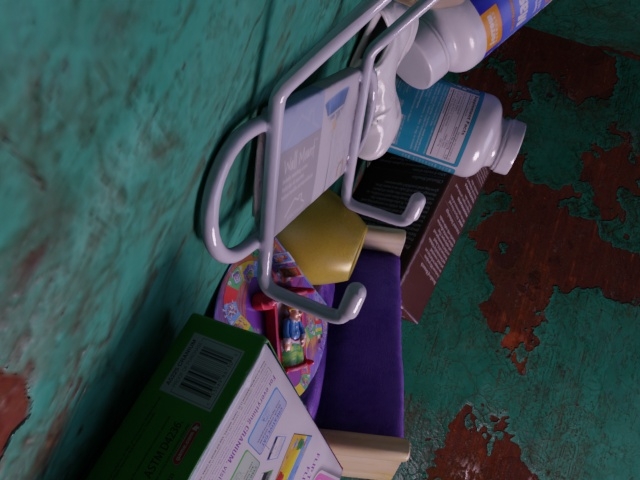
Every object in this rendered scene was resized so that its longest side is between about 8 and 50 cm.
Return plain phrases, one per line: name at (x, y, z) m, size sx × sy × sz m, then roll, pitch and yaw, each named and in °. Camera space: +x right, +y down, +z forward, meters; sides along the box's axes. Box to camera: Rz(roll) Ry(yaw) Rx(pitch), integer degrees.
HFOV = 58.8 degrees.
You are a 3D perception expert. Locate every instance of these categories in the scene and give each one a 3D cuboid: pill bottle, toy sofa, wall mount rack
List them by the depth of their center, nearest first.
wall mount rack at (0.046, -0.111, 0.483) m, size 0.350 × 0.131 × 0.303 m, roll -48°, pitch 152°, yaw -54°
toy sofa at (0.044, 0.122, 0.783) m, size 0.177 × 0.150 × 0.362 m, roll 100°, pitch -2°, yaw -48°
pill bottle at (0.230, -0.360, 0.881) m, size 0.272 × 0.152 × 0.152 m, roll -42°, pitch 167°, yaw -9°
pill bottle at (0.205, -0.198, 0.970) m, size 0.146 × 0.264 × 0.146 m, roll 21°, pitch 90°, yaw -83°

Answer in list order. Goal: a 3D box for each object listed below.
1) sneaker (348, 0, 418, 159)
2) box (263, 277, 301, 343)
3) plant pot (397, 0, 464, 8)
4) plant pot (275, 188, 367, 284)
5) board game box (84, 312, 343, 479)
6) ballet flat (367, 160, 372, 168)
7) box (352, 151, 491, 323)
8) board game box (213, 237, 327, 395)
sneaker at (0.063, -0.201, 0.739) m, size 0.094 × 0.080 × 0.212 m, roll -38°, pitch 143°, yaw -54°
box at (-0.095, 0.198, 0.671) m, size 0.322 × 0.059 × 0.232 m, roll 96°, pitch 16°, yaw -57°
plant pot at (0.092, -0.289, 0.560) m, size 0.096 × 0.109 × 0.109 m, roll -47°, pitch 159°, yaw -39°
plant pot at (0.000, 0.000, 0.673) m, size 0.134 × 0.095 × 0.134 m, roll 21°, pitch 90°, yaw -83°
board game box at (-0.082, 0.240, 0.451) m, size 0.242 × 0.064 × 0.316 m, roll -61°, pitch 153°, yaw -29°
ballet flat at (0.172, -0.203, 1.323) m, size 0.123 × 0.123 × 0.348 m, roll -59°, pitch 171°, yaw -55°
box at (0.169, -0.052, 1.103) m, size 0.381 × 0.191 × 0.143 m, roll -59°, pitch 139°, yaw -17°
board game box at (-0.031, 0.082, 0.547) m, size 0.168 × 0.033 × 0.133 m, roll 55°, pitch 46°, yaw -35°
